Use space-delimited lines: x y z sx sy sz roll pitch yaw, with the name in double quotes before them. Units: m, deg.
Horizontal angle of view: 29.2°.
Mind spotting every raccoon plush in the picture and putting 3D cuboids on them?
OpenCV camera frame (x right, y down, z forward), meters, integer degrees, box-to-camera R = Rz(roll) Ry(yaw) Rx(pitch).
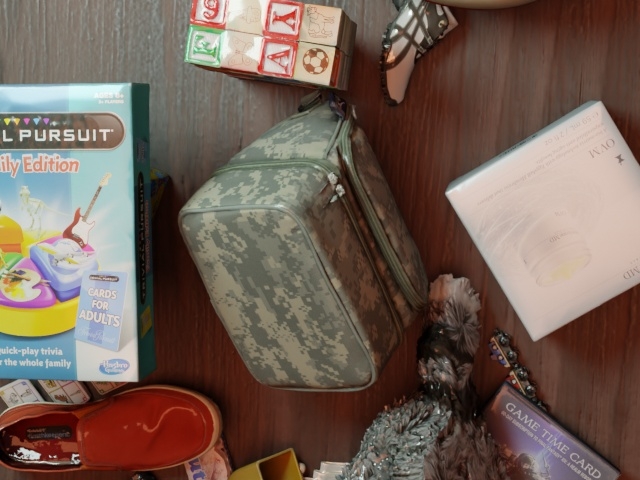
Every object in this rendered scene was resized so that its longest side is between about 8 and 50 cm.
"raccoon plush" 0.086 0.292 1.631 0.299 0.446 0.216 -17 137 37

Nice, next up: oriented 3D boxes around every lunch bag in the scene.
"lunch bag" 0.000 0.000 1.529 0.213 0.256 0.305 -7 121 36

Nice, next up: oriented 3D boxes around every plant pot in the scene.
"plant pot" -0.080 0.341 1.693 0.083 0.081 0.081 -21 84 38

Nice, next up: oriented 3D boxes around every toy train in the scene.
"toy train" 0.268 0.192 1.658 0.036 0.027 0.158 -28 92 21

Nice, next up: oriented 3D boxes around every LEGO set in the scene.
"LEGO set" -0.405 0.132 1.726 0.182 0.060 0.244 -26 112 15

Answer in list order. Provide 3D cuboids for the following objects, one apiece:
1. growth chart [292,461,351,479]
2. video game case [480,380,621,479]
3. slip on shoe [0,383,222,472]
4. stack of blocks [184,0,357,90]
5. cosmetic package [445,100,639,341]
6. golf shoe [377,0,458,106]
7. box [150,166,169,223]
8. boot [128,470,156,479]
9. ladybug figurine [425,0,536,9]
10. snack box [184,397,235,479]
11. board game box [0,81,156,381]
"growth chart" 0.066 0.383 1.710 0.237 0.021 0.172 -2 97 9
"video game case" 0.240 0.353 1.656 0.196 0.026 0.274 38 101 2
"slip on shoe" -0.298 0.269 1.689 0.331 0.101 0.123 -4 98 7
"stack of blocks" -0.046 -0.239 1.517 0.171 0.297 0.087 10 95 6
"cosmetic package" 0.312 -0.027 1.572 0.224 0.138 0.224 -31 92 10
"golf shoe" 0.129 -0.268 1.602 0.094 0.077 0.198 11 99 6
"box" -0.388 -0.053 1.595 0.290 0.279 0.177 22 99 6
"boot" -0.251 0.390 1.743 0.099 0.045 0.121 43 96 2
"ladybug figurine" 0.132 -0.430 1.516 0.449 0.162 0.305 33 73 6
"snack box" -0.158 0.315 1.732 0.064 0.022 0.178 -16 94 11
"board game box" -0.324 -0.011 1.409 0.254 0.079 0.336 0 97 8
